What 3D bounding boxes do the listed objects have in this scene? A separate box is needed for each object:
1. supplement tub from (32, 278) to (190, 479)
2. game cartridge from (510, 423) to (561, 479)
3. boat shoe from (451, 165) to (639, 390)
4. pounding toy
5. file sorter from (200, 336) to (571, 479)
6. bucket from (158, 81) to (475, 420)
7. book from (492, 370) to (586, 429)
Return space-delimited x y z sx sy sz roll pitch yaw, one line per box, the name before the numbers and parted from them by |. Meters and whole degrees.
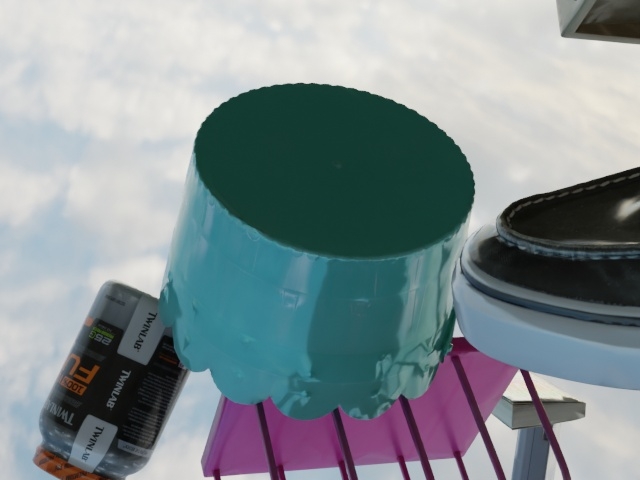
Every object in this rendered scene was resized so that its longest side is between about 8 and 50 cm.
supplement tub | -0.196 0.143 1.045 0.117 0.117 0.190 24 -99 2
game cartridge | 0.326 0.352 1.637 0.060 0.196 0.294 4 178 16
boat shoe | 0.214 -0.022 0.436 0.335 0.119 0.121 -7 -151 17
pounding toy | 0.272 -0.257 0.971 0.141 0.130 0.100 3 -114 -10
file sorter | 0.058 0.223 1.013 0.290 0.202 0.182 0 -132 -19
bucket | 0.000 0.000 0.950 0.281 0.183 0.281 7 -139 -6
book | 0.246 0.191 1.315 0.096 0.035 0.144 -1 -172 -16
